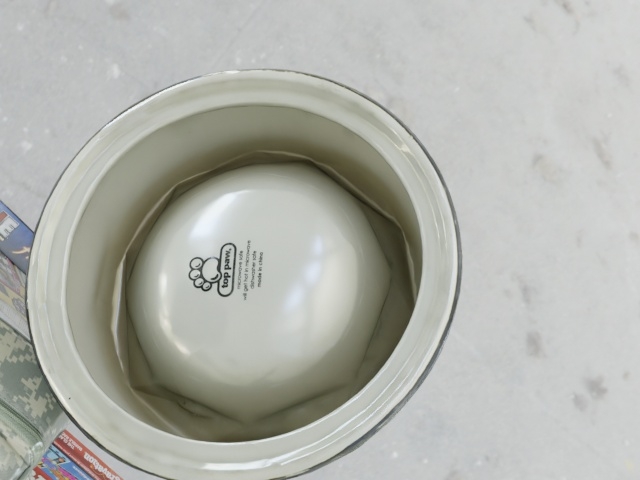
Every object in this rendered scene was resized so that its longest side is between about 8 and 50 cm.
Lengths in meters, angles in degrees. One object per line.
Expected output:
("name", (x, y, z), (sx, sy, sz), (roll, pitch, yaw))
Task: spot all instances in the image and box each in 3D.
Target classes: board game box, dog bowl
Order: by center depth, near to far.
("dog bowl", (-0.066, 0.042, 0.909), (0.408, 0.150, 0.408), (-3, 69, 7))
("board game box", (-0.367, 0.031, 1.083), (0.165, 0.243, 0.042), (45, 63, -5))
("board game box", (-0.400, 0.296, 1.298), (0.281, 0.145, 0.027), (46, 39, -16))

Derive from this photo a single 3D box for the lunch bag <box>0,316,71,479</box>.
("lunch bag", (-0.410, 0.231, 0.870), (0.212, 0.305, 0.256), (44, 31, -12))
